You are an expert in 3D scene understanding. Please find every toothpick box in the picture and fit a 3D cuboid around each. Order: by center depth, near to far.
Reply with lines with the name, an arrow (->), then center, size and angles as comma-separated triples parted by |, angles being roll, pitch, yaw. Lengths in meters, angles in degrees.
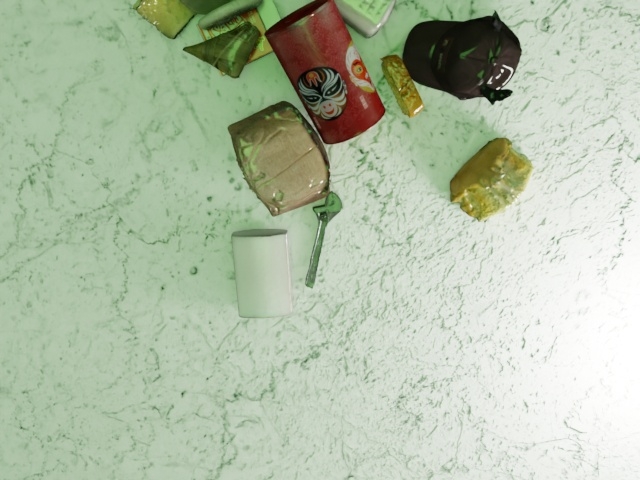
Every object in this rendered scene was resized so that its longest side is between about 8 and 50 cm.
toothpick box -> 0.017, -0.453, 1.501 | 0.204, 0.204, 0.333 | -26, 117, 7

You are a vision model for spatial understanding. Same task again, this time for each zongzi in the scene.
zongzi -> -0.272, -0.557, 1.547 | 0.176, 0.078, 0.160 | 30, 98, 2

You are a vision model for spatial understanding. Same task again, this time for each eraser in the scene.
eraser -> -0.217, -0.590, 1.590 | 0.230, 0.038, 0.157 | -24, 103, 7
eraser -> -0.180, 0.104, 1.744 | 0.174, 0.095, 0.270 | -3, 104, 2

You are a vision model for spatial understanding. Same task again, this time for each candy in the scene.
candy -> 0.054, -0.731, 1.496 | 0.359, 0.145, 0.208 | 34, 103, -9

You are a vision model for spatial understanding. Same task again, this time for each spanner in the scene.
spanner -> 0.000, 0.000, 1.752 | 0.093, 0.026, 0.325 | 12, 106, -3

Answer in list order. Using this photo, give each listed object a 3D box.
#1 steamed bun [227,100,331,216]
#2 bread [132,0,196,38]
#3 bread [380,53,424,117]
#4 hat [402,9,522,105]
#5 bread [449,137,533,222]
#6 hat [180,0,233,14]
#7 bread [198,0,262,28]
steamed bun -> -0.121, -0.236, 1.611 | 0.252, 0.199, 0.301 | -29, 112, -10
bread -> -0.387, -0.702, 1.526 | 0.266, 0.142, 0.178 | -45, 141, 9
bread -> 0.231, -0.444, 1.591 | 0.065, 0.103, 0.187 | -31, 101, 9
hat -> 0.399, -0.502, 1.521 | 0.336, 0.209, 0.238 | 7, 108, 0
bread -> 0.511, -0.171, 1.644 | 0.174, 0.133, 0.251 | 41, 101, -11
hat -> -0.275, -0.733, 1.475 | 0.245, 0.214, 0.149 | -15, 79, 3
bread -> -0.247, -0.616, 1.507 | 0.193, 0.112, 0.036 | -22, 105, 7
